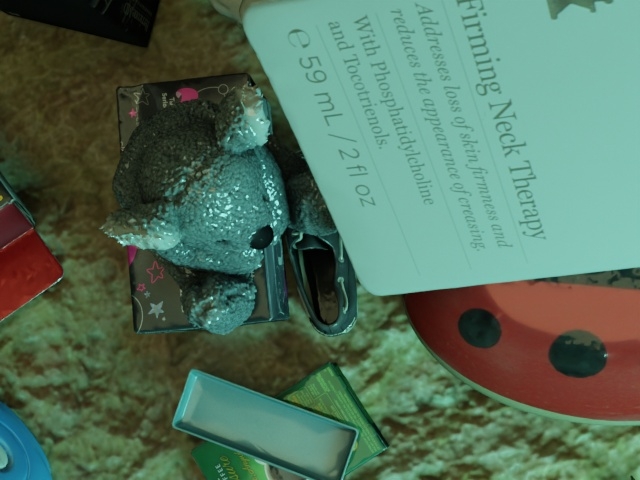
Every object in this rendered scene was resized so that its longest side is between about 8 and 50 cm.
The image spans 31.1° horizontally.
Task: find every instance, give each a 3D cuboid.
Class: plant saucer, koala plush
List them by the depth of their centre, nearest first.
[{"bbox_3d":[-0.101,-0.043,0.997,0.203,0.221,0.196,45,89,4],"label":"koala plush"},{"bbox_3d":[-0.058,0.196,1.202,0.192,0.018,0.067,19,88,11],"label":"plant saucer"}]

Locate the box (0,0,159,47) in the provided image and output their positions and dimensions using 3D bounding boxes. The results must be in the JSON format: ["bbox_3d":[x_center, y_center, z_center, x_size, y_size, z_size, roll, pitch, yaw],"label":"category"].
[{"bbox_3d":[-0.259,-0.393,1.145,0.179,0.343,0.312,16,90,9],"label":"box"}]

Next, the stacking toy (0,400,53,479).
[{"bbox_3d":[-0.451,0.310,1.245,0.302,0.166,0.175,-38,92,17],"label":"stacking toy"}]

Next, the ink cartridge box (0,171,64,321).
[{"bbox_3d":[-0.478,0.006,1.230,0.309,0.130,0.272,-37,83,-9],"label":"ink cartridge box"}]

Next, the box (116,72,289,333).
[{"bbox_3d":[-0.115,-0.032,1.192,0.142,0.163,0.247,-5,86,5],"label":"box"}]

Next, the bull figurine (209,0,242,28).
[{"bbox_3d":[0.002,-0.346,1.221,0.311,0.101,0.188,-17,78,3],"label":"bull figurine"}]

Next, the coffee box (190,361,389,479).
[{"bbox_3d":[-0.034,0.223,1.226,0.184,0.040,0.113,-35,80,5],"label":"coffee box"}]

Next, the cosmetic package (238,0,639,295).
[{"bbox_3d":[0.195,-0.193,0.975,0.394,0.329,0.327,-7,43,21],"label":"cosmetic package"}]

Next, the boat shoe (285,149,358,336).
[{"bbox_3d":[0.000,0.000,1.221,0.075,0.065,0.206,-10,85,8],"label":"boat shoe"}]

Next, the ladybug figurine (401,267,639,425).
[{"bbox_3d":[0.287,0.033,1.125,0.450,0.162,0.305,-4,87,9],"label":"ladybug figurine"}]
